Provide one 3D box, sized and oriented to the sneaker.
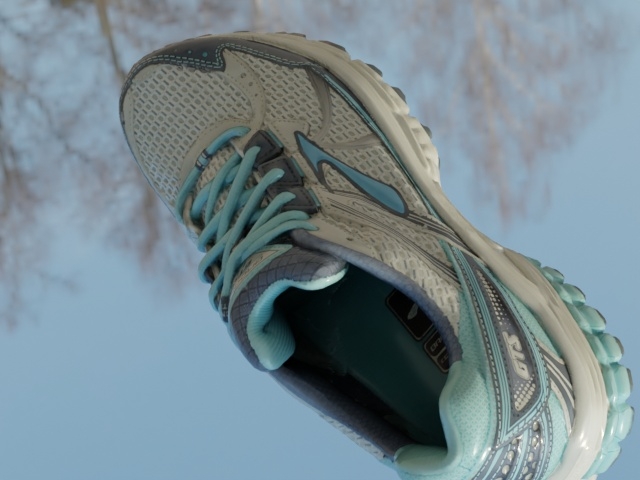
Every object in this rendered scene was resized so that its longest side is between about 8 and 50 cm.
[{"bbox_3d":[0.000,0.000,0.762,0.283,0.110,0.122,40,-153,29],"label":"sneaker"}]
